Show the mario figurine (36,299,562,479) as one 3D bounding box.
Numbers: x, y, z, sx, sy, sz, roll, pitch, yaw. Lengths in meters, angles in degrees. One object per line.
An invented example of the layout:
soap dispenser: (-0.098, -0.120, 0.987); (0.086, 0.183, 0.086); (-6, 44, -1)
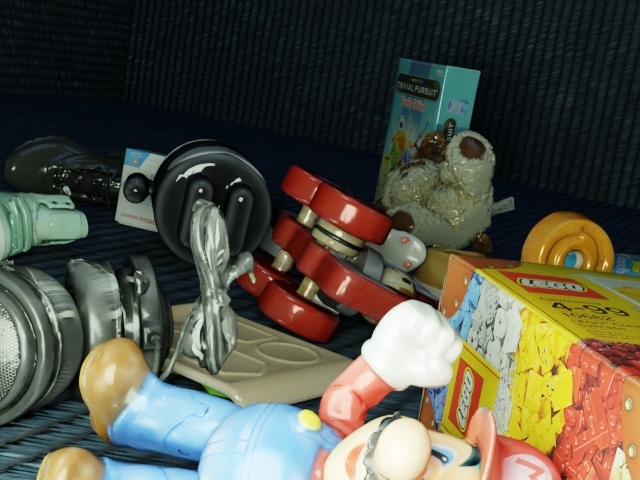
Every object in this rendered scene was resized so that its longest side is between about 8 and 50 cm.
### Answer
mario figurine: (-0.012, 0.131, 0.662); (0.321, 0.198, 0.170); (6, 0, 12)

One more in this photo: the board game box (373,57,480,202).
board game box: (0.213, -0.201, 2.222); (0.079, 0.336, 0.254); (6, 11, -19)

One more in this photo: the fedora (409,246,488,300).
fedora: (0.194, 0.054, 1.552); (0.194, 0.079, 0.194); (9, 11, -2)

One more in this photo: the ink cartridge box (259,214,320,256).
ink cartridge box: (0.000, 0.000, 1.755); (0.223, 0.045, 0.224); (6, 10, -22)

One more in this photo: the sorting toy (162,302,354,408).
sorting toy: (-0.090, 0.119, 1.087); (0.208, 0.038, 0.193); (23, 16, 35)

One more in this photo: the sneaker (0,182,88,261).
sneaker: (-0.378, -0.026, 1.401); (0.151, 0.094, 0.256); (0, 11, -17)

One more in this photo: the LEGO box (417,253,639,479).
LEGO box: (0.370, 0.168, 0.792); (0.500, 0.193, 0.372); (7, 11, -14)

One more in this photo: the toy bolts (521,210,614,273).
toy bolts: (0.257, 0.085, 1.185); (0.228, 0.218, 0.158); (25, -1, -18)

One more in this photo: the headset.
headset: (-0.219, 0.052, 0.901); (0.394, 0.185, 0.243); (4, 5, 40)

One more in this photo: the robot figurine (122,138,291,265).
robot figurine: (-0.163, -0.055, 1.575); (0.209, 0.173, 0.278); (52, 0, -16)

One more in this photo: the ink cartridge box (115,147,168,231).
ink cartridge box: (-0.276, -0.081, 1.735); (0.088, 0.122, 0.052); (14, 7, 19)

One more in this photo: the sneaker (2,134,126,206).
sneaker: (-0.400, -0.112, 1.849); (0.286, 0.109, 0.130); (1, 20, -32)

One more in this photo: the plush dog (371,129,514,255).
plush dog: (0.209, -0.077, 1.992); (0.210, 0.262, 0.225); (44, -5, -41)

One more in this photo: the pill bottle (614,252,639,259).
pill bottle: (0.440, 0.073, 1.599); (0.180, 0.108, 0.108); (3, 12, -28)

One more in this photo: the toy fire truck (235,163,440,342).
toy fire truck: (0.054, 0.044, 1.321); (0.254, 0.169, 0.302); (26, 5, -22)

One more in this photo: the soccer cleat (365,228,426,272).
soccer cleat: (0.062, 0.020, 1.559); (0.196, 0.068, 0.076); (-6, -1, 20)

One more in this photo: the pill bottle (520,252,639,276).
pill bottle: (0.372, 0.091, 1.330); (0.264, 0.146, 0.146); (11, 11, 12)
